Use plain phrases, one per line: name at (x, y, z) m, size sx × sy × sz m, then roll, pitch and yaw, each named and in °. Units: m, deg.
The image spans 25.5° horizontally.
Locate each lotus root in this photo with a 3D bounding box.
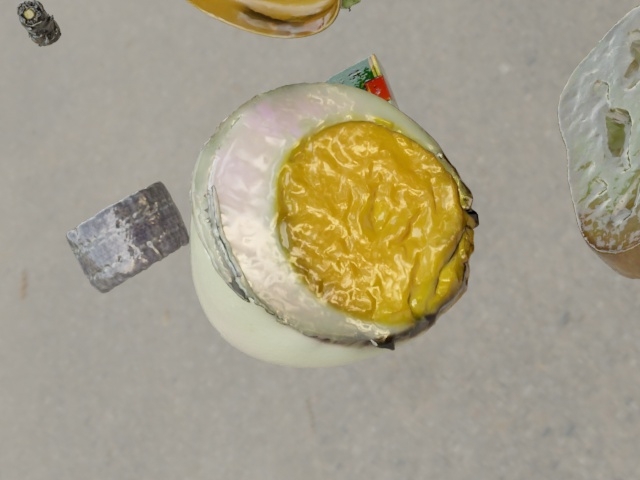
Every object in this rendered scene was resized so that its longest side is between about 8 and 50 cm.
lotus root at (0.414, -0.127, 1.539) m, size 0.390 × 0.111 × 0.375 m, roll 19°, pitch 77°, yaw 56°

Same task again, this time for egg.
egg at (-0.004, -0.003, 1.331) m, size 0.286 × 0.264 × 0.174 m, roll -41°, pitch -2°, yaw -32°

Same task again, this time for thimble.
thimble at (-0.250, -0.004, 1.846) m, size 0.150 × 0.098 × 0.150 m, roll -30°, pitch 4°, yaw 2°

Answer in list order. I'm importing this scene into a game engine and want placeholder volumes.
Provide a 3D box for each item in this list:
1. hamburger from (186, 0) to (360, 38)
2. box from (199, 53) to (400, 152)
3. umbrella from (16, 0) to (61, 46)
hamburger at (-0.047, -0.363, 1.481) m, size 0.274 × 0.274 × 0.212 m, roll -3°, pitch 56°, yaw 49°
box at (-0.022, -0.108, 1.584) m, size 0.235 × 0.034 × 0.132 m, roll -27°, pitch 43°, yaw 12°
umbrella at (-0.326, -0.249, 1.648) m, size 0.037 × 0.040 × 0.144 m, roll -46°, pitch 0°, yaw -3°
